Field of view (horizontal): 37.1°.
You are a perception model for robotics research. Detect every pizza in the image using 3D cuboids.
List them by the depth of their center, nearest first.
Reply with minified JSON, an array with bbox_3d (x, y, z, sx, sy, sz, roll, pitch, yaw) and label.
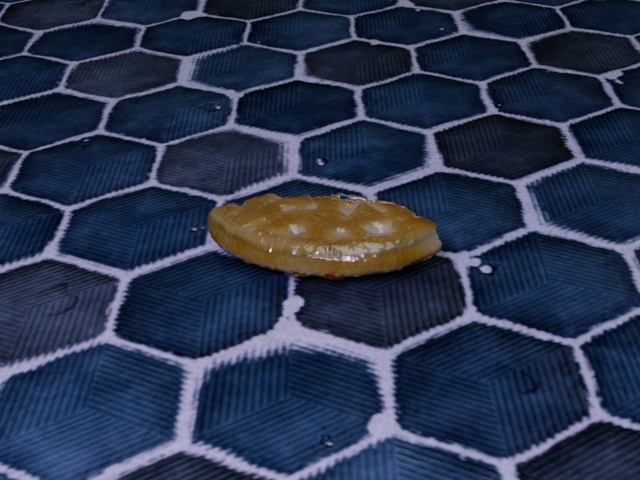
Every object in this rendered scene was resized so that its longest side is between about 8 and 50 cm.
[{"bbox_3d":[0.000,0.002,0.978,0.246,0.058,0.127,0,34,5],"label":"pizza"}]
